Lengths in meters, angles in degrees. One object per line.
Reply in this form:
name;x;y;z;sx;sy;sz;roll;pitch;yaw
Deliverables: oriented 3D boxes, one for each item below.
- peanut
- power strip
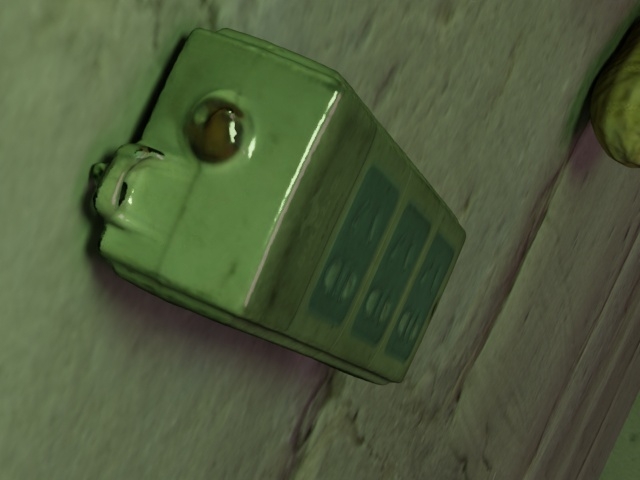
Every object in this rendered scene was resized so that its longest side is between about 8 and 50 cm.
peanut;0.224;-0.102;1.052;0.174;0.080;0.080;-52;158;-46
power strip;0.000;0.001;0.544;0.078;0.052;0.272;-66;163;-4
